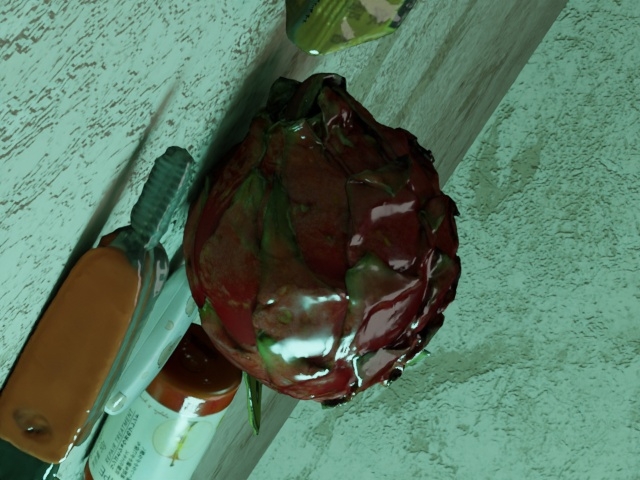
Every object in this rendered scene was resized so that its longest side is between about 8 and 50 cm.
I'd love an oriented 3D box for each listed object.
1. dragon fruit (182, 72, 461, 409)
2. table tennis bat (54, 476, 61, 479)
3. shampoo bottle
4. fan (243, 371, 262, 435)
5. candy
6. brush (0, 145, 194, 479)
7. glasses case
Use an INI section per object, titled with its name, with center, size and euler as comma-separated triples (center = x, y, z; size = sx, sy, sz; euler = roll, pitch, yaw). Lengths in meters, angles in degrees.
[dragon fruit]
center = 0.000, 0.000, 1.518
size = 0.244, 0.244, 0.298
euler = -41, 129, -63
[table tennis bat]
center = -0.326, 0.309, 1.542
size = 0.301, 0.022, 0.173
euler = -46, 168, -45
[shampoo bottle]
center = -0.173, 0.210, 1.763
size = 0.104, 0.104, 0.278
euler = -46, 168, -53
[fan]
center = -0.069, 0.072, 1.814
size = 0.335, 0.011, 0.229
euler = -85, 172, -71
[candy]
center = 0.054, -0.238, 1.359
size = 0.143, 0.101, 0.271
euler = -53, 180, 27
[brush]
center = -0.175, 0.067, 1.308
size = 0.323, 0.070, 0.051
euler = -62, 172, 19
[glasses case]
center = -0.153, 0.089, 1.616
size = 0.164, 0.041, 0.063
euler = -57, 172, 3
